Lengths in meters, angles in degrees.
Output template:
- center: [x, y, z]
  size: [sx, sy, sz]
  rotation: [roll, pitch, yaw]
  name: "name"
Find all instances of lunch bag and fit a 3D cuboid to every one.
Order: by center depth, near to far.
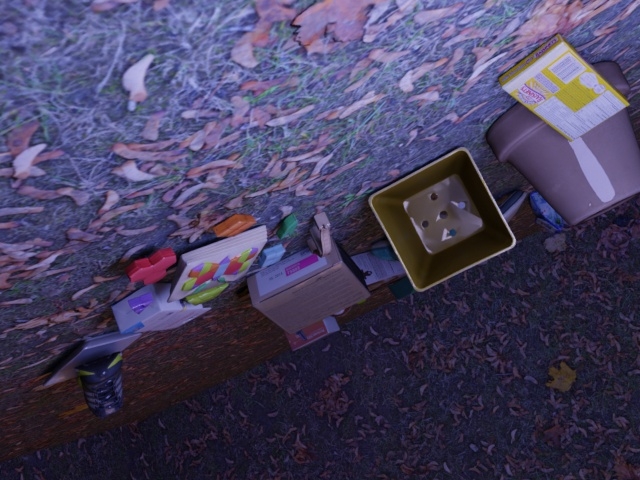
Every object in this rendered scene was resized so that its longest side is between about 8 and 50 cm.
- center: [0.771, -0.096, 2.100]
  size: [0.096, 0.151, 0.129]
  rotation: [-28, 168, 11]
  name: "lunch bag"

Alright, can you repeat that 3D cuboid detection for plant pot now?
- center: [0.478, -0.159, 1.144]
  size: [0.263, 0.229, 0.263]
  rotation: [-24, 168, -6]
  name: "plant pot"
- center: [0.249, -0.048, 1.267]
  size: [0.212, 0.212, 0.187]
  rotation: [-28, 180, 15]
  name: "plant pot"

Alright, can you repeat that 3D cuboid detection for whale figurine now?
- center: [0.257, 0.024, 1.636]
  size: [0.216, 0.141, 0.272]
  rotation: [11, 158, -40]
  name: "whale figurine"

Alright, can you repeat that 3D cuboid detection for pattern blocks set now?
- center: [-0.184, 0.045, 1.099]
  size: [0.325, 0.026, 0.285]
  rotation: [-25, 161, -25]
  name: "pattern blocks set"

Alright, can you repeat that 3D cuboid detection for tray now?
- center: [-0.536, 0.268, 1.438]
  size: [0.145, 0.030, 0.270]
  rotation: [-10, 161, -46]
  name: "tray"

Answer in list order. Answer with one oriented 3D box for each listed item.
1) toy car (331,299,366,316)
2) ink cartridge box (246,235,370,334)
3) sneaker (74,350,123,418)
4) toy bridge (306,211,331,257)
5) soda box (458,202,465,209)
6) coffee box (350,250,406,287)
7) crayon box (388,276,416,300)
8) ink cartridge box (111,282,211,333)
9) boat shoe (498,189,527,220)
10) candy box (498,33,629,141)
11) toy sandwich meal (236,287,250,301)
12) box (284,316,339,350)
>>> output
- center: [0.014, 0.113, 1.616]
  size: [0.155, 0.149, 0.188]
  rotation: [-24, 156, 5]
  name: "toy car"
- center: [-0.026, 0.111, 1.472]
  size: [0.235, 0.088, 0.193]
  rotation: [-26, 142, 11]
  name: "ink cartridge box"
- center: [-0.505, 0.344, 1.456]
  size: [0.111, 0.121, 0.300]
  rotation: [-19, 166, -23]
  name: "sneaker"
- center: [0.000, 0.000, 1.272]
  size: [0.026, 0.063, 0.188]
  rotation: [-22, 167, -12]
  name: "toy bridge"
- center: [0.417, -0.083, 1.690]
  size: [0.074, 0.069, 0.216]
  rotation: [-28, 166, 15]
  name: "soda box"
- center: [0.147, 0.095, 1.836]
  size: [0.247, 0.098, 0.141]
  rotation: [-15, 164, -36]
  name: "coffee box"
- center: [0.379, 0.058, 2.014]
  size: [0.319, 0.081, 0.202]
  rotation: [-31, -172, 28]
  name: "crayon box"
- center: [-0.312, 0.133, 1.235]
  size: [0.104, 0.061, 0.181]
  rotation: [-29, 166, 16]
  name: "ink cartridge box"
- center: [0.489, -0.059, 1.849]
  size: [0.319, 0.099, 0.116]
  rotation: [-42, 159, -13]
  name: "boat shoe"
- center: [0.375, -0.227, 0.947]
  size: [0.206, 0.027, 0.105]
  rotation: [22, 139, -37]
  name: "candy box"
- center: [-0.172, 0.127, 1.550]
  size: [0.086, 0.029, 0.085]
  rotation: [-21, 171, -3]
  name: "toy sandwich meal"
- center: [-0.046, 0.212, 1.795]
  size: [0.130, 0.170, 0.091]
  rotation: [-30, 166, 19]
  name: "box"
